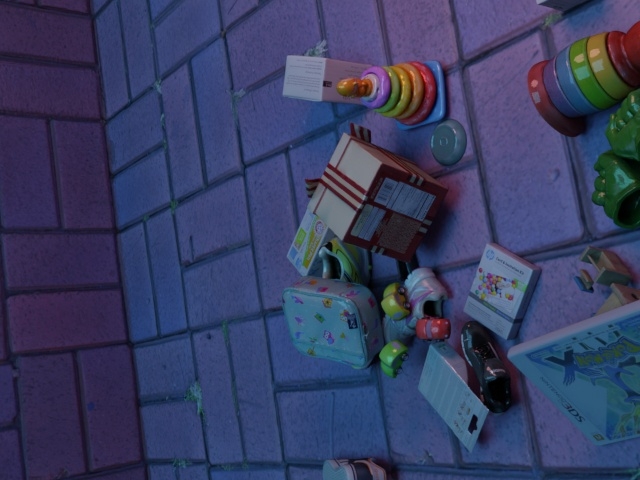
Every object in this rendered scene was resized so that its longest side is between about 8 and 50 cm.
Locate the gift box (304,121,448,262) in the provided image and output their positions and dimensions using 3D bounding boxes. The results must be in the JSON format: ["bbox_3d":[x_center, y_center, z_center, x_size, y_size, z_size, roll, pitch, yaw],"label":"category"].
[{"bbox_3d":[0.125,-0.128,1.998,0.255,0.276,0.258,-59,32,11],"label":"gift box"}]

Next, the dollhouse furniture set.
[{"bbox_3d":[0.603,0.127,1.621,0.183,0.129,0.129,-104,34,-52],"label":"dollhouse furniture set"}]

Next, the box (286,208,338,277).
[{"bbox_3d":[0.000,0.000,2.330,0.114,0.103,0.203,48,127,38],"label":"box"}]

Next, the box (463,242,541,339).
[{"bbox_3d":[0.429,0.120,1.873,0.145,0.038,0.186,36,117,43],"label":"box"}]

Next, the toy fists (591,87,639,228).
[{"bbox_3d":[0.606,-0.165,1.545,0.142,0.096,0.279,-89,2,-53],"label":"toy fists"}]

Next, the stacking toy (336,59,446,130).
[{"bbox_3d":[0.156,-0.375,1.969,0.175,0.302,0.165,-9,85,51],"label":"stacking toy"}]

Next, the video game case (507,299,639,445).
[{"bbox_3d":[0.587,0.272,1.550,0.300,0.036,0.329,44,137,-12],"label":"video game case"}]

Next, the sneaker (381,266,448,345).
[{"bbox_3d":[0.246,0.196,2.045,0.111,0.103,0.252,47,126,40],"label":"sneaker"}]

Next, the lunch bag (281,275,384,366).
[{"bbox_3d":[0.033,0.220,2.107,0.279,0.108,0.223,8,117,39],"label":"lunch bag"}]

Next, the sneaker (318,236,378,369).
[{"bbox_3d":[0.067,0.178,2.226,0.145,0.147,0.384,-17,81,48],"label":"sneaker"}]

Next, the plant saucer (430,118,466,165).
[{"bbox_3d":[0.318,-0.249,2.000,0.119,0.021,0.119,4,95,50],"label":"plant saucer"}]

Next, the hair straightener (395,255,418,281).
[{"bbox_3d":[0.235,-0.010,2.103,0.089,0.047,0.230,-18,74,49],"label":"hair straightener"}]

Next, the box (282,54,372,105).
[{"bbox_3d":[0.019,-0.450,2.224,0.182,0.181,0.118,19,107,48],"label":"box"}]

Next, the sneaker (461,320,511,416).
[{"bbox_3d":[0.400,0.298,1.860,0.106,0.078,0.234,119,136,-75],"label":"sneaker"}]

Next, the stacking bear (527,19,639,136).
[{"bbox_3d":[0.581,-0.348,1.584,0.289,0.164,0.175,-26,72,43],"label":"stacking bear"}]

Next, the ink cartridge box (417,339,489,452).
[{"bbox_3d":[0.337,0.380,1.943,0.224,0.056,0.180,47,144,36],"label":"ink cartridge box"}]

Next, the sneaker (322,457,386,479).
[{"bbox_3d":[0.094,0.685,2.250,0.321,0.128,0.126,138,129,-71],"label":"sneaker"}]

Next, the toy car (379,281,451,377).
[{"bbox_3d":[0.201,0.246,1.978,0.239,0.053,0.224,39,114,45],"label":"toy car"}]

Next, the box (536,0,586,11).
[{"bbox_3d":[0.521,-0.553,1.678,0.102,0.101,0.087,-16,79,49],"label":"box"}]
